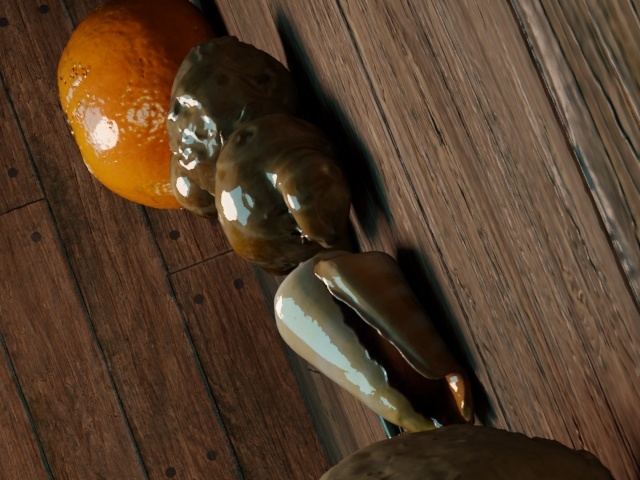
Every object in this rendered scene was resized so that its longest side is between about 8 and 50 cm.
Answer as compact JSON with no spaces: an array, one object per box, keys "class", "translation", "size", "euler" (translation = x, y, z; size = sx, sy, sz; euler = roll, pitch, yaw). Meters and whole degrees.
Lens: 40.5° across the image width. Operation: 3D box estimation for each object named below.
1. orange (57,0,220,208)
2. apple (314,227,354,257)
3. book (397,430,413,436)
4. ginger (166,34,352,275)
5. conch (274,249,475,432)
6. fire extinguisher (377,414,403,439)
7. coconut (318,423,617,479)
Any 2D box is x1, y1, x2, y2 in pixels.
[{"class":"orange","translation":[-0.320,-0.258,1.662],"size":[0.424,0.326,0.424],"euler":[160,90,-80]},{"class":"apple","translation":[0.000,0.000,1.100],"size":[0.089,0.074,0.089],"euler":[161,90,-83]},{"class":"book","translation":[0.178,0.471,1.229],"size":[0.428,0.039,0.300],"euler":[83,165,-59]},{"class":"ginger","translation":[-0.070,-0.086,1.012],"size":[0.375,0.176,0.256],"euler":[43,137,50]},{"class":"conch","translation":[0.066,0.092,0.860],"size":[0.255,0.127,0.158],"euler":[40,132,24]},{"class":"fire extinguisher","translation":[0.104,0.270,1.274],"size":[0.038,0.025,0.083],"euler":[-45,64,56]},{"class":"coconut","translation":[0.075,0.323,0.489],"size":[0.415,0.344,0.415],"euler":[-175,90,-72]}]
